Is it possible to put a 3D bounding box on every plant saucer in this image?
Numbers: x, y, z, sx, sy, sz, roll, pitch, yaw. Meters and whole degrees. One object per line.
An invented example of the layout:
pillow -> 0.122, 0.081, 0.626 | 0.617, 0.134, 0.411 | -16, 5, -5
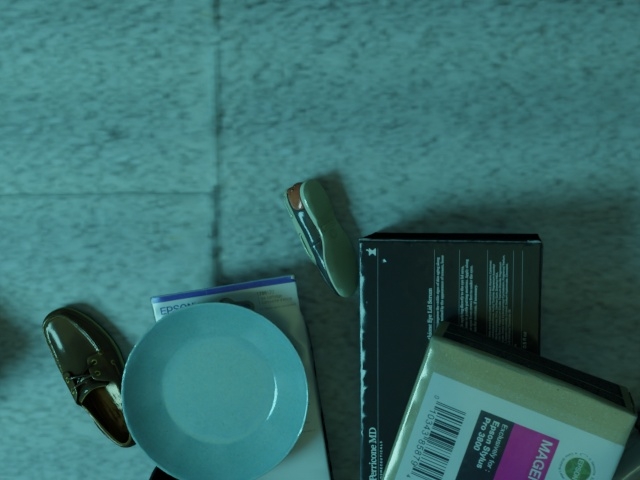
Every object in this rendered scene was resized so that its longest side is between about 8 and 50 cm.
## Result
plant saucer -> -0.108, 0.158, 0.850 | 0.194, 0.037, 0.195 | 0, 96, 2

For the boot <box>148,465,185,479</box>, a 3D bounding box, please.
boot -> -0.205, 0.369, 0.813 | 0.090, 0.248, 0.207 | 15, 118, 4

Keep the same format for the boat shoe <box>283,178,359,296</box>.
boat shoe -> 0.000, 0.000, 0.895 | 0.043, 0.049, 0.137 | -17, 99, 45

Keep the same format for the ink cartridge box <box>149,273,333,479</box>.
ink cartridge box -> -0.077, 0.207, 0.903 | 0.165, 0.065, 0.333 | -8, 96, 3

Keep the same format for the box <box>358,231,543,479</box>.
box -> 0.137, 0.124, 0.856 | 0.184, 0.103, 0.262 | 1, 95, 12

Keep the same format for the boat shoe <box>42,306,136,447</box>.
boat shoe -> -0.250, 0.152, 0.905 | 0.064, 0.060, 0.178 | -33, 93, 4

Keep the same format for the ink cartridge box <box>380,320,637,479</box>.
ink cartridge box -> 0.160, 0.220, 0.763 | 0.193, 0.088, 0.235 | 19, 99, 13

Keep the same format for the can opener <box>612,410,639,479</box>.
can opener -> 0.359, 0.186, 0.881 | 0.283, 0.076, 0.095 | -41, 93, 5
